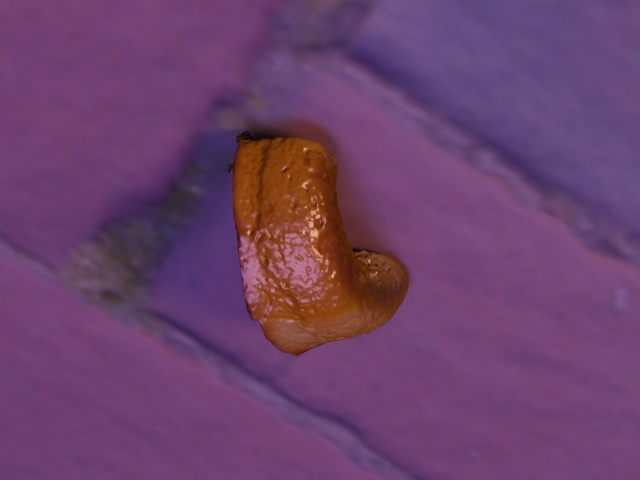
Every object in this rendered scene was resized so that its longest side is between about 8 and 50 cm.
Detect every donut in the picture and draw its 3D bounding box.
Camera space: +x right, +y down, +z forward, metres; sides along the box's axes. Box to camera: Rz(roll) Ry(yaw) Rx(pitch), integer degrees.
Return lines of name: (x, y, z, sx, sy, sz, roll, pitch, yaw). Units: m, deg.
donut: (0.000, 0.000, 0.626, 0.038, 0.067, 0.083, -3, 99, 31)
